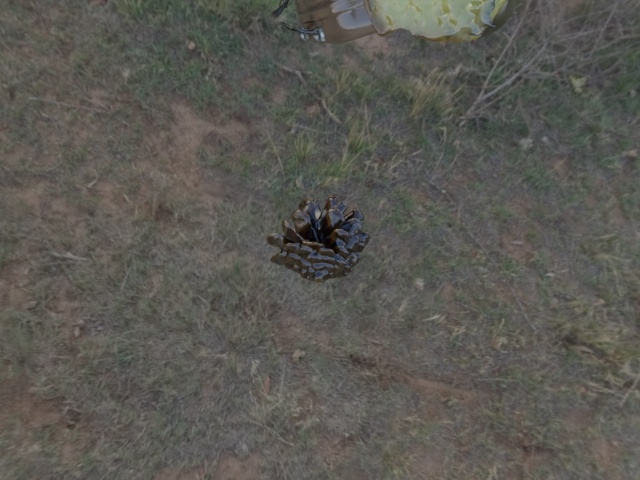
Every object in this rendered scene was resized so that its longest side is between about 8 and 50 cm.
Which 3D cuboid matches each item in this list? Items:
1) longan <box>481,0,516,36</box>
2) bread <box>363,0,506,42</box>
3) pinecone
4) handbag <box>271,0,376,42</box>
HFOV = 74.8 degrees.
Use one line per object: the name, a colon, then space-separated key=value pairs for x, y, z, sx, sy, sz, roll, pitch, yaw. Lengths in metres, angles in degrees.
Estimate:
longan: x=0.328 y=-0.521 z=0.860 sx=0.167 sy=0.167 sz=0.188 roll=-18 pitch=104 yaw=-15
bread: x=0.133 y=-0.281 z=0.320 sx=0.129 sy=0.260 sz=0.134 roll=32 pitch=35 yaw=8
pinecone: x=0.001 y=-0.002 z=0.952 sx=0.202 sy=0.229 sz=0.202 roll=24 pitch=73 yaw=27
handbag: x=0.040 y=-0.477 z=0.823 sx=0.282 sy=0.302 sz=0.149 roll=-20 pitch=120 yaw=-7
